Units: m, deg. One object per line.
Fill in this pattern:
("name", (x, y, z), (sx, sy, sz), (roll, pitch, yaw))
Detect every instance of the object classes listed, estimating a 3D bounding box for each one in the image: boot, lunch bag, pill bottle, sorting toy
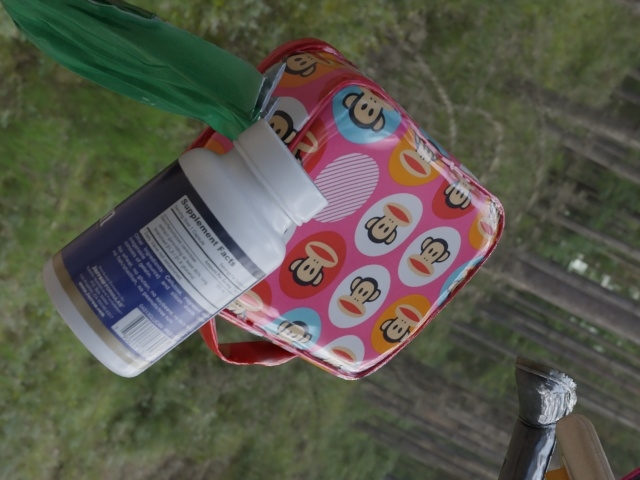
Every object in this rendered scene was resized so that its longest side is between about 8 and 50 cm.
("boot", (0.238, 0.258, 1.369), (0.208, 0.076, 0.189), (-61, 145, -13))
("lunch bag", (0.000, 0.000, 0.975), (0.258, 0.120, 0.293), (-49, 138, 3))
("pill bottle", (-0.082, 0.001, 0.728), (0.169, 0.094, 0.094), (-37, -177, 2))
("sorting toy", (0.198, 0.250, 0.810), (0.208, 0.038, 0.193), (76, 0, -51))

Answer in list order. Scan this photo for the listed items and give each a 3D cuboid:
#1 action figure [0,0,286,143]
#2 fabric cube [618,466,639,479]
("action figure", (-0.137, -0.141, 0.777), (0.063, 0.232, 0.137), (-61, 177, -23))
("fabric cube", (0.393, 0.301, 0.986), (0.259, 0.254, 0.258), (-39, 150, 24))
